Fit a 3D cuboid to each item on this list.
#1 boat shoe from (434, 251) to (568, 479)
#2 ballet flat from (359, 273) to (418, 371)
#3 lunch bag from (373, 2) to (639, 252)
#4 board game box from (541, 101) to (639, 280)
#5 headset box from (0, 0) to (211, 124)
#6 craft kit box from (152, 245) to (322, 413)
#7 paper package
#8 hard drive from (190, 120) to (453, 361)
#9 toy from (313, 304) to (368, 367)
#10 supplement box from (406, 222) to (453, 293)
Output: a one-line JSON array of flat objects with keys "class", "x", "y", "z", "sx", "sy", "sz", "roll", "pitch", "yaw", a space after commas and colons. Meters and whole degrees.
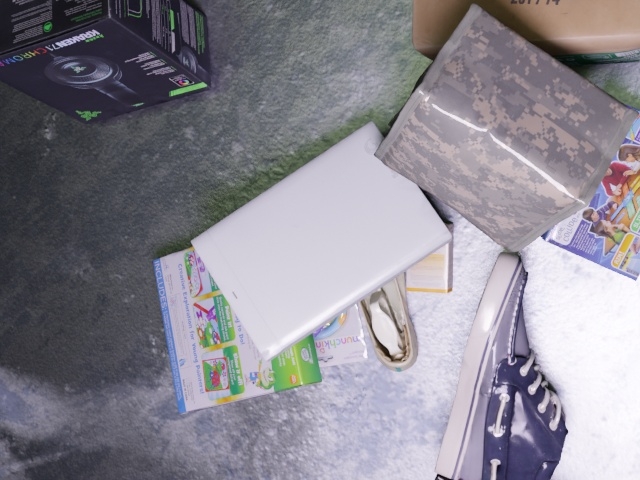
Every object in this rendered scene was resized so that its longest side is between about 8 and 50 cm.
[{"class": "boat shoe", "x": 0.270, "y": 0.193, "z": 1.256, "sx": 0.158, "sy": 0.127, "sz": 0.340, "roll": 15, "pitch": 107, "yaw": 14}, {"class": "ballet flat", "x": 0.083, "y": 0.070, "z": 1.332, "sx": 0.086, "sy": 0.086, "sz": 0.248, "roll": -20, "pitch": 86, "yaw": 22}, {"class": "lunch bag", "x": 0.206, "y": -0.116, "z": 1.145, "sx": 0.235, "sy": 0.287, "sz": 0.169, "roll": 34, "pitch": 70, "yaw": -1}, {"class": "board game box", "x": 0.392, "y": -0.065, "z": 1.201, "sx": 0.136, "sy": 0.035, "sz": 0.201, "roll": 24, "pitch": 102, "yaw": -3}, {"class": "headset box", "x": -0.330, "y": -0.294, "z": 1.374, "sx": 0.246, "sy": 0.283, "sz": 0.131, "roll": -12, "pitch": 74, "yaw": 21}, {"class": "craft kit box", "x": -0.131, "y": 0.116, "z": 1.392, "sx": 0.247, "sy": 0.061, "sz": 0.250, "roll": -19, "pitch": 78, "yaw": 36}, {"class": "paper package", "x": 0.286, "y": -0.376, "z": 1.157, "sx": 0.325, "sy": 0.168, "sz": 0.309, "roll": 2, "pitch": 94, "yaw": 29}, {"class": "hard drive", "x": 0.000, "y": 0.000, "z": 1.293, "sx": 0.307, "sy": 0.040, "sz": 0.203, "roll": -34, "pitch": 78, "yaw": 1}, {"class": "toy", "x": -0.023, "y": 0.077, "z": 1.389, "sx": 0.137, "sy": 0.056, "sz": 0.237, "roll": -12, "pitch": 89, "yaw": 23}, {"class": "supplement box", "x": 0.157, "y": 0.024, "z": 1.323, "sx": 0.062, "sy": 0.036, "sz": 0.098, "roll": 3, "pitch": 94, "yaw": 21}]
